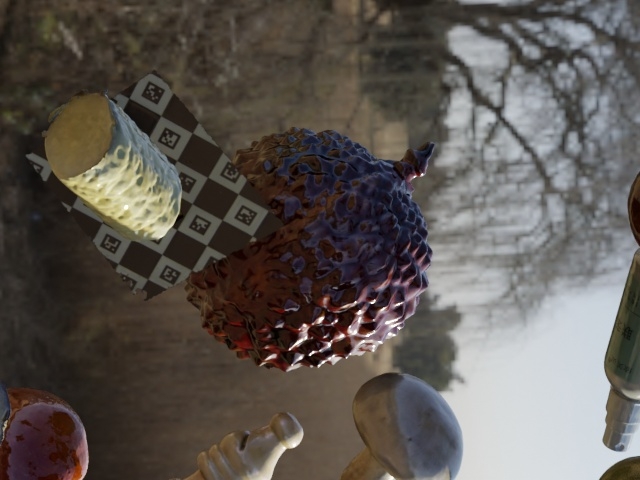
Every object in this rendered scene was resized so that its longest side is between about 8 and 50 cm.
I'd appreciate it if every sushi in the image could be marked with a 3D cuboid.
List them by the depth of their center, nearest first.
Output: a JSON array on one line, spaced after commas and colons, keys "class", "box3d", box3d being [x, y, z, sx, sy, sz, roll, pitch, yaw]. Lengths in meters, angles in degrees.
[{"class": "sushi", "box3d": [-0.238, -0.079, 1.760, 0.290, 0.264, 0.050, 53, 22, -20]}]

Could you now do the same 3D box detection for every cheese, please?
[{"class": "cheese", "box3d": [-0.234, -0.082, 1.399, 0.167, 0.094, 0.123, 50, 23, -55]}]

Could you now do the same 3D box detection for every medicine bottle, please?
[{"class": "medicine bottle", "box3d": [0.502, 0.179, 1.907, 0.110, 0.110, 0.351, -88, -175, -61]}]

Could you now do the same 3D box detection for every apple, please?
[{"class": "apple", "box3d": [-0.487, 0.343, 1.952, 0.218, 0.201, 0.218, 7, -81, 52]}]

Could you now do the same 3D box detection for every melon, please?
[{"class": "melon", "box3d": [0.407, 0.319, 1.538, 0.162, 0.099, 0.099, 133, -41, -62]}]

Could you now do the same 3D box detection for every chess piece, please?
[{"class": "chess piece", "box3d": [-0.158, 0.393, 2.021, 0.138, 0.307, 0.124, 55, 2, -8]}]

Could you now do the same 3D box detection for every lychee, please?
[{"class": "lychee", "box3d": [0.000, 0.000, 2.077, 0.424, 0.500, 0.424, 50, 14, -17]}]

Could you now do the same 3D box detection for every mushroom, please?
[{"class": "mushroom", "box3d": [0.118, 0.301, 1.879, 0.206, 0.209, 0.206, 23, 57, -41]}]

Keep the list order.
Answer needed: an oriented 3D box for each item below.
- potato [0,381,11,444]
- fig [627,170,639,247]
[{"class": "potato", "box3d": [-0.464, 0.194, 1.405, 0.081, 0.200, 0.164, -33, -138, 51]}, {"class": "fig", "box3d": [0.525, -0.046, 1.694, 0.205, 0.205, 0.205, -3, 90, -87]}]
